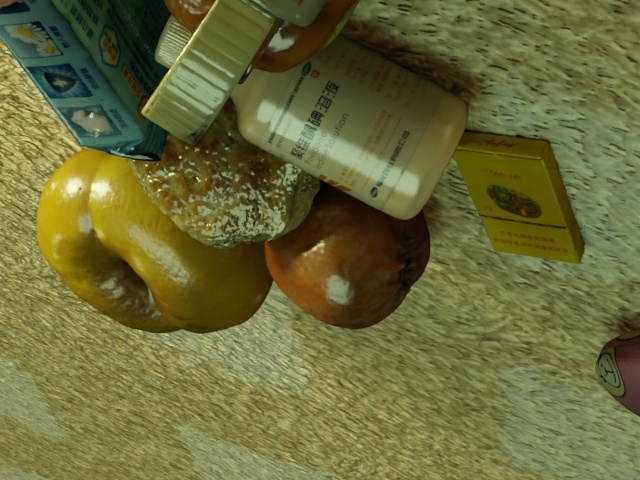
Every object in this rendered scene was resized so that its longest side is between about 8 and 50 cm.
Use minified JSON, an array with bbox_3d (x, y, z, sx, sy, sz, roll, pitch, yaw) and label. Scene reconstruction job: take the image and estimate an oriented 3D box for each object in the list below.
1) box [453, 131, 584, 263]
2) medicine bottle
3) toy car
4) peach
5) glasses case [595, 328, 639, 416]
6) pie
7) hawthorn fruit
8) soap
[{"bbox_3d":[0.173,-0.036,1.393,0.087,0.023,0.155,12,150,30],"label":"box"},{"bbox_3d":[-0.011,-0.119,1.304,0.252,0.114,0.114,28,153,-1],"label":"medicine bottle"},{"bbox_3d":[-0.049,-0.170,1.131,0.145,0.235,0.235,30,153,-9],"label":"toy car"},{"bbox_3d":[-0.169,0.000,1.617,0.251,0.153,0.251,15,160,5],"label":"peach"},{"bbox_3d":[0.381,0.116,1.420,0.123,0.076,0.316,40,150,-24],"label":"glasses case"},{"bbox_3d":[-0.084,-0.084,1.410,0.163,0.079,0.193,-40,88,30],"label":"pie"},{"bbox_3d":[0.018,0.004,1.483,0.189,0.149,0.149,23,160,51],"label":"hawthorn fruit"},{"bbox_3d":[-0.198,-0.203,1.272,0.077,0.156,0.293,-2,144,23],"label":"soap"}]
